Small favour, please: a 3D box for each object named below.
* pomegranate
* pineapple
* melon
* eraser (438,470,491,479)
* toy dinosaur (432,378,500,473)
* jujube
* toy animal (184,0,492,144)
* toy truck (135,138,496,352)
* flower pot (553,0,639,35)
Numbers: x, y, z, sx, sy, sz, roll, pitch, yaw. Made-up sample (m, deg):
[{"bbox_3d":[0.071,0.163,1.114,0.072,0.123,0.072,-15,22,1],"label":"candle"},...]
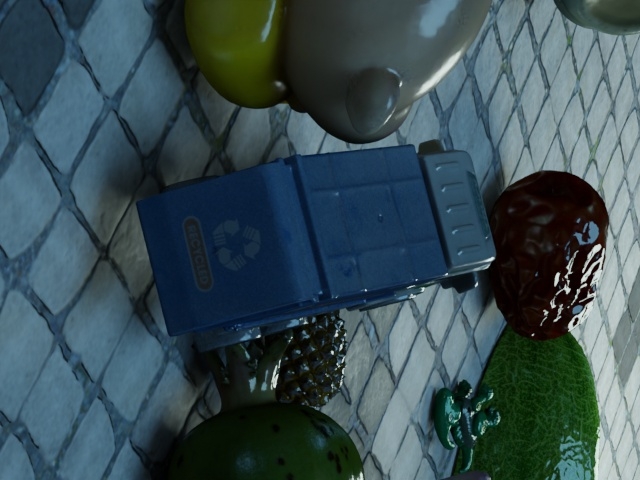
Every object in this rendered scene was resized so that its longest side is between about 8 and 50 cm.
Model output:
[{"bbox_3d":[-0.054,0.190,1.637,0.181,0.181,0.224,20,60,-65],"label":"pomegranate"},{"bbox_3d":[-0.013,0.071,1.750,0.103,0.083,0.221,-17,115,-63],"label":"pineapple"},{"bbox_3d":[0.276,0.231,2.415,0.124,0.196,0.323,143,-41,-73],"label":"melon"},{"bbox_3d":[0.172,0.457,1.911,0.272,0.122,0.359,-60,132,-76],"label":"eraser"},{"bbox_3d":[0.174,0.230,2.274,0.096,0.059,0.132,-36,125,-44],"label":"toy dinosaur"},{"bbox_3d":[0.286,0.021,2.297,0.155,0.155,0.230,-55,149,-40],"label":"jujube"},{"bbox_3d":[0.057,-0.233,1.558,0.277,0.247,0.345,54,53,-61],"label":"toy animal"},{"bbox_3d":[0.000,0.000,1.552,0.367,0.175,0.146,-11,86,-50],"label":"toy truck"},{"bbox_3d":[0.362,-0.363,2.166,0.246,0.246,0.195,64,20,-54],"label":"flower pot"}]
